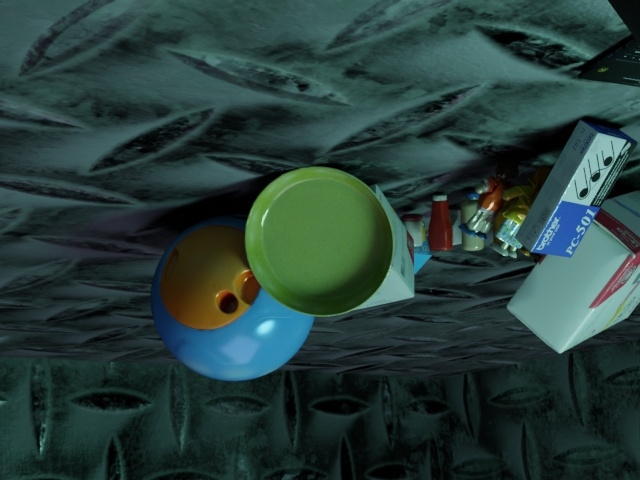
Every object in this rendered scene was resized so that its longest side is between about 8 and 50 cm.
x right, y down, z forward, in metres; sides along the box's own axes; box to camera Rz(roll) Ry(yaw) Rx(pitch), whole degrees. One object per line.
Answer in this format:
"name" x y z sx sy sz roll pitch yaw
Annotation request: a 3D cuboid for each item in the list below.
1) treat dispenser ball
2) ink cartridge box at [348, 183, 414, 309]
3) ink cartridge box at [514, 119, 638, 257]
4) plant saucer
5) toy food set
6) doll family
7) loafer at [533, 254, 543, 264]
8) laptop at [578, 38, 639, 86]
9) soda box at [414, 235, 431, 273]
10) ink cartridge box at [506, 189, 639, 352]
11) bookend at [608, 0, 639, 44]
"treat dispenser ball" -0.149 0.098 1.831 0.288 0.288 0.288 -5 165 -1
"ink cartridge box" 0.070 0.013 1.796 0.127 0.128 0.176 -13 140 22
"ink cartridge box" 0.383 -0.074 1.589 0.097 0.046 0.207 7 119 -37
"plant saucer" 0.000 0.000 1.674 0.240 0.241 0.037 -8 -171 13
"toy food set" 0.228 -0.041 1.874 0.111 0.105 0.232 -9 -170 -44
"doll family" 0.361 -0.050 1.717 0.263 0.118 0.163 9 115 -45
"loafer" 0.442 -0.020 1.996 0.087 0.094 0.251 2 155 -7
"laptop" 0.495 -0.184 1.283 0.234 0.137 0.264 3 163 -27
"soda box" 0.097 0.012 1.981 0.210 0.067 0.071 5 145 -25
"ink cartridge box" 0.487 0.047 1.827 0.306 0.131 0.226 -12 138 -51
"bookend" 0.383 -0.251 1.082 0.072 0.156 0.157 -25 -161 51
